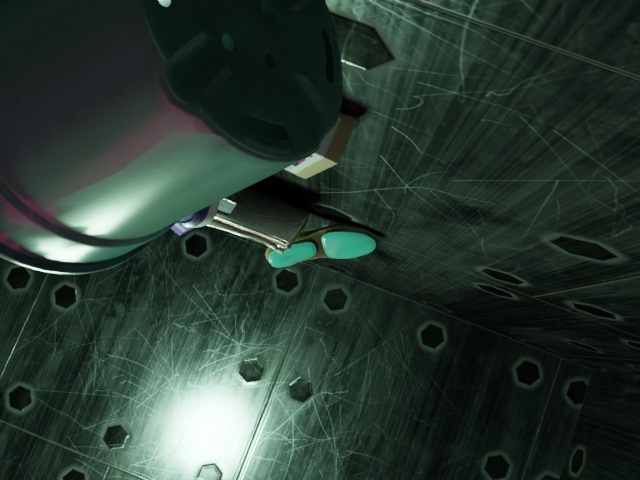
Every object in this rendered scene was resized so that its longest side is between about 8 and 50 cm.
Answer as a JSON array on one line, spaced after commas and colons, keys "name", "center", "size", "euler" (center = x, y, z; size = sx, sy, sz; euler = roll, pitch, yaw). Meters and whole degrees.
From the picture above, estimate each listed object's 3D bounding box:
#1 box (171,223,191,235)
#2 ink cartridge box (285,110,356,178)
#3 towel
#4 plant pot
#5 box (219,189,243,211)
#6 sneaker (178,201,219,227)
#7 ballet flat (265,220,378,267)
[{"name": "box", "center": [-0.470, -0.164, 1.761], "size": [0.293, 0.057, 0.201], "euler": [59, 175, 5]}, {"name": "ink cartridge box", "center": [-0.085, -0.199, 1.038], "size": [0.235, 0.088, 0.193], "euler": [24, 172, -14]}, {"name": "towel", "center": [-0.205, -0.076, 1.768], "size": [0.317, 0.053, 0.332], "euler": [21, -161, 3]}, {"name": "plant pot", "center": [-0.180, -0.157, 0.627], "size": [0.334, 0.341, 0.341], "euler": [-13, 151, 37]}, {"name": "box", "center": [-0.264, -0.165, 1.514], "size": [0.163, 0.142, 0.247], "euler": [22, 171, -10]}, {"name": "sneaker", "center": [-0.281, -0.149, 0.897], "size": [0.130, 0.322, 0.236], "euler": [-4, -166, 30]}, {"name": "ballet flat", "center": [0.000, 0.000, 1.873], "size": [0.342, 0.124, 0.116], "euler": [-12, 124, 6]}]
